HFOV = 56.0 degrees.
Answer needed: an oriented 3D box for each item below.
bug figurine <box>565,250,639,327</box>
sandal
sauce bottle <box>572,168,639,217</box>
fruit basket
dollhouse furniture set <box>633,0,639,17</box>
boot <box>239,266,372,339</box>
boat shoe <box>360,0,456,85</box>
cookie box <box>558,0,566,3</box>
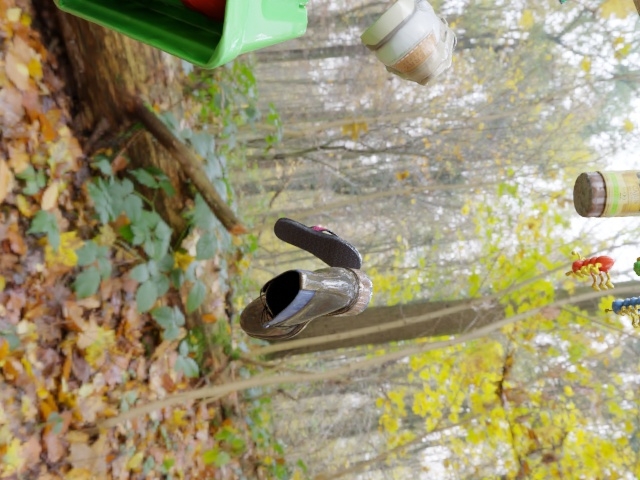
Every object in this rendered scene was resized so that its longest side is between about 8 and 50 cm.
[{"bbox_3d":[0.664,0.093,1.264,0.216,0.279,0.072,-14,-130,46],"label":"bug figurine"},{"bbox_3d":[0.000,0.000,1.115,0.040,0.179,0.067,-52,165,-51],"label":"sandal"},{"bbox_3d":[0.755,-0.109,1.343,0.111,0.345,0.111,-4,90,-87],"label":"sauce bottle"},{"bbox_3d":[-0.218,-0.364,0.641,0.392,0.392,0.282,-113,-147,-62],"label":"fruit basket"},{"bbox_3d":[0.629,-0.408,0.819,0.394,0.362,0.256,132,-59,-79],"label":"dollhouse furniture set"},{"bbox_3d":[-0.053,0.073,0.747,0.219,0.106,0.082,-24,-115,37],"label":"boot"},{"bbox_3d":[0.126,-0.276,0.843,0.103,0.113,0.302,47,25,-9],"label":"boat shoe"},{"bbox_3d":[0.497,-0.524,1.167,0.040,0.107,0.091,39,30,-42],"label":"cookie box"}]
